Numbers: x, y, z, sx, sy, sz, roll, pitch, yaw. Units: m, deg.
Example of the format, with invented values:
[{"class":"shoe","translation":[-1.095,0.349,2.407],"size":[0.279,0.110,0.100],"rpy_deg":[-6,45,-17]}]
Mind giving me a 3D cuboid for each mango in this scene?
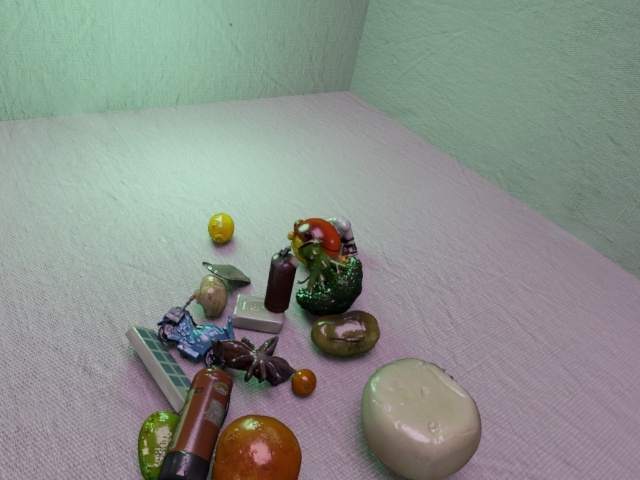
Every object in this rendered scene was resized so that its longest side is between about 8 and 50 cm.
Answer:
[{"class":"mango","translation":[-0.422,0.540,1.173],"size":[0.119,0.100,0.178],"rpy_deg":[15,43,-16]}]

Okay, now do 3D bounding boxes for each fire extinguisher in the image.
[{"class":"fire extinguisher","translation":[-0.134,0.127,1.539],"size":[0.105,0.269,0.105],"rpy_deg":[10,35,-7]},{"class":"fire extinguisher","translation":[-0.317,0.478,1.207],"size":[0.113,0.200,0.376],"rpy_deg":[13,43,-4]}]

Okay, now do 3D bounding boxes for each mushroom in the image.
[{"class":"mushroom","translation":[-0.387,0.195,1.581],"size":[0.112,0.148,0.148],"rpy_deg":[-13,42,-3]}]

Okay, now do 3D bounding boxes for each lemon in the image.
[{"class":"lemon","translation":[-0.425,-0.053,1.904],"size":[0.114,0.114,0.155],"rpy_deg":[6,40,-10]}]

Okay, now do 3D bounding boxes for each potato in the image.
[{"class":"potato","translation":[0.090,0.322,1.562],"size":[0.248,0.143,0.169],"rpy_deg":[0,17,-10]}]

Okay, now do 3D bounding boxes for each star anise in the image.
[{"class":"star anise","translation":[-0.197,0.381,1.396],"size":[0.257,0.110,0.198],"rpy_deg":[11,27,-42]}]

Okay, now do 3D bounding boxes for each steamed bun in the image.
[{"class":"steamed bun","translation":[0.268,0.529,1.291],"size":[0.312,0.233,0.334],"rpy_deg":[-11,36,-25]}]

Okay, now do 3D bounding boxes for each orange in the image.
[{"class":"orange","translation":[-0.051,0.449,1.412],"size":[0.084,0.083,0.083],"rpy_deg":[8,38,-7]},{"class":"orange","translation":[-0.161,0.562,1.115],"size":[0.240,0.240,0.240],"rpy_deg":[8,38,-7]}]

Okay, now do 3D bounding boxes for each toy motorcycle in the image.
[{"class":"toy motorcycle","translation":[-0.392,0.301,1.464],"size":[0.272,0.123,0.182],"rpy_deg":[27,53,9]}]

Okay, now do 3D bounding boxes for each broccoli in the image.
[{"class":"broccoli","translation":[0.020,0.138,1.664],"size":[0.297,0.297,0.297],"rpy_deg":[-29,90,-41]}]

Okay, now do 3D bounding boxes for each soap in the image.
[{"class":"soap","translation":[-0.223,0.264,1.608],"size":[0.183,0.063,0.121],"rpy_deg":[10,36,-6]}]

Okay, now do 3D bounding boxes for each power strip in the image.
[{"class":"power strip","translation":[-0.468,0.391,1.347],"size":[0.367,0.106,0.043],"rpy_deg":[41,90,30]}]

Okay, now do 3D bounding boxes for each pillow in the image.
[{"class":"pillow","translation":[-0.349,0.122,1.682],"size":[0.131,0.038,0.233],"rpy_deg":[32,3,16]}]

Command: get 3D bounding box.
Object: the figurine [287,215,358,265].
[{"class":"figurine","translation":[0.003,-0.004,1.904],"size":[0.320,0.196,0.323],"rpy_deg":[38,34,19]}]
